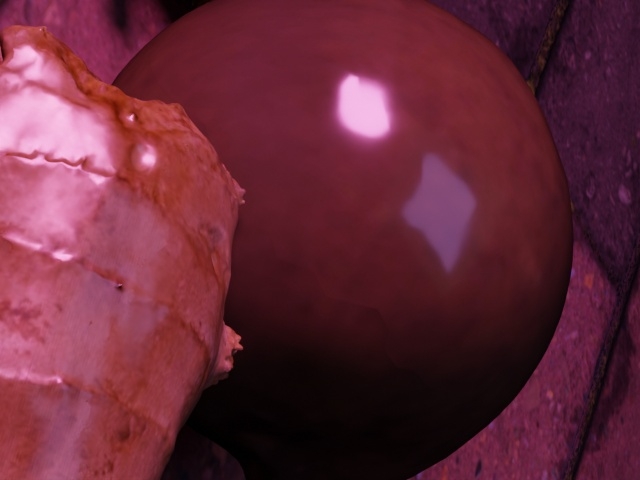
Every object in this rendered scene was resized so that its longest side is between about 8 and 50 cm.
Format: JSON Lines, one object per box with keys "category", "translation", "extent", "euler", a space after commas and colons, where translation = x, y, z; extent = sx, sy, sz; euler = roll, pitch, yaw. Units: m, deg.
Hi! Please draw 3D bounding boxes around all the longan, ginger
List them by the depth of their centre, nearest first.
{"category": "ginger", "translation": [-0.150, 0.082, 0.724], "extent": [0.236, 0.166, 0.375], "euler": [39, 42, -35]}
{"category": "longan", "translation": [0.000, 0.000, 0.991], "extent": [0.319, 0.319, 0.318], "euler": [11, 76, -53]}

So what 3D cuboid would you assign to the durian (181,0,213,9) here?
{"category": "durian", "translation": [-0.029, -0.208, 1.098], "extent": [0.159, 0.198, 0.146], "euler": [55, 49, -75]}
